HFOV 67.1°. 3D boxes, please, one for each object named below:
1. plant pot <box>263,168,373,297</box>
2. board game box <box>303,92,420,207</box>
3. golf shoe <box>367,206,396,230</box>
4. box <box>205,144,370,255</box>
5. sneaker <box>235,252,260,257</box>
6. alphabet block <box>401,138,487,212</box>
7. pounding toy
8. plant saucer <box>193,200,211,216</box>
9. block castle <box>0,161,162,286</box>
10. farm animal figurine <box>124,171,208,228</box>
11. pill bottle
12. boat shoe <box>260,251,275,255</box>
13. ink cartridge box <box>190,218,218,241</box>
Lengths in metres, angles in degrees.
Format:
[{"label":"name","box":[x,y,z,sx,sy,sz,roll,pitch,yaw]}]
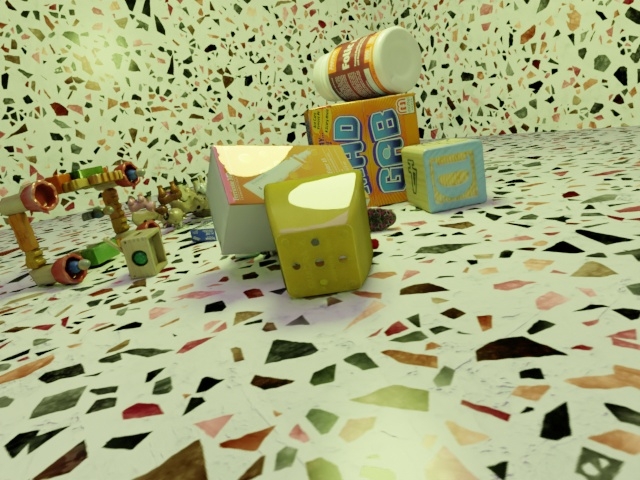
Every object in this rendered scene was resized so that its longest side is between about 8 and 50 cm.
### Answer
[{"label":"plant pot","box":[0.000,0.000,0.981,0.212,0.212,0.187,-9,27,4]},{"label":"board game box","box":[0.147,-0.325,1.772,0.356,0.356,0.356,-10,14,-2]},{"label":"golf shoe","box":[0.124,-0.063,1.369,0.186,0.067,0.086,-6,14,16]},{"label":"box","box":[-0.089,-0.108,1.198,0.345,0.168,0.215,-5,49,-23]},{"label":"sneaker","box":[-0.182,-0.023,1.374,0.087,0.092,0.228,-8,13,15]},{"label":"alphabet block","box":[0.380,-0.208,1.502,0.192,0.193,0.197,-10,14,-6]},{"label":"pounding toy","box":[-0.494,0.030,1.302,0.100,0.130,0.141,-10,15,2]},{"label":"plant saucer","box":[-0.449,-0.154,2.150,0.278,0.041,0.278,-10,14,2]},{"label":"block castle","box":[-0.699,-0.070,1.493,0.213,0.303,0.453,-12,13,20]},{"label":"farm animal figurine","box":[-0.582,-0.133,1.918,0.327,0.172,0.330,-26,10,-41]},{"label":"pill bottle","box":[0.160,-0.638,1.802,0.224,0.224,0.392,-20,17,-34]},{"label":"boat shoe","box":[-0.137,0.009,1.318,0.038,0.046,0.125,-4,23,7]},{"label":"ink cartridge box","box":[-0.351,-0.047,1.667,0.097,0.046,0.207,-3,16,20]}]
